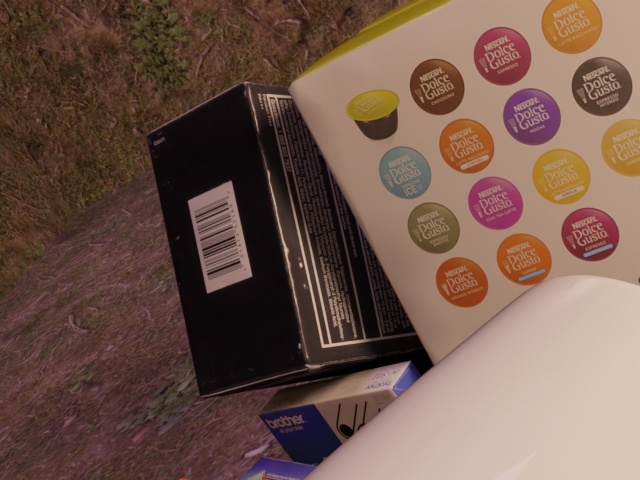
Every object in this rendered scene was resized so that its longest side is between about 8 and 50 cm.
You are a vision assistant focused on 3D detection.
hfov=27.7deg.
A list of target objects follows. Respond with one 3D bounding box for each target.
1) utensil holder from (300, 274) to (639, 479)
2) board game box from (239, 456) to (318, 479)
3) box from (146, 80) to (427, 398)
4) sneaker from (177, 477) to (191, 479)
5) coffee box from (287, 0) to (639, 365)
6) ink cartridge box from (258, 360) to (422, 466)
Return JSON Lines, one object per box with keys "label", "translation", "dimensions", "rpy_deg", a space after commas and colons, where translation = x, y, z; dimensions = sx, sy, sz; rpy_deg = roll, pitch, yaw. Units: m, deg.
{"label": "utensil holder", "translation": [0.083, 0.248, 0.663], "dimensions": [0.385, 0.328, 0.327], "rpy_deg": [-40, 16, -20]}
{"label": "board game box", "translation": [-0.040, 0.308, 1.246], "dimensions": [0.213, 0.046, 0.317], "rpy_deg": [-44, 18, -26]}
{"label": "box", "translation": [0.000, 0.000, 1.408], "dimensions": [0.294, 0.296, 0.182], "rpy_deg": [-3, -13, -45]}
{"label": "sneaker", "translation": [-0.117, 0.288, 1.298], "dimensions": [0.067, 0.064, 0.175], "rpy_deg": [-17, 19, -8]}
{"label": "coffee box", "translation": [0.233, -0.117, 1.270], "dimensions": [0.337, 0.334, 0.338], "rpy_deg": [-23, 11, 29]}
{"label": "ink cartridge box", "translation": [0.037, 0.189, 1.336], "dimensions": [0.207, 0.097, 0.046], "rpy_deg": [-19, 22, 47]}
